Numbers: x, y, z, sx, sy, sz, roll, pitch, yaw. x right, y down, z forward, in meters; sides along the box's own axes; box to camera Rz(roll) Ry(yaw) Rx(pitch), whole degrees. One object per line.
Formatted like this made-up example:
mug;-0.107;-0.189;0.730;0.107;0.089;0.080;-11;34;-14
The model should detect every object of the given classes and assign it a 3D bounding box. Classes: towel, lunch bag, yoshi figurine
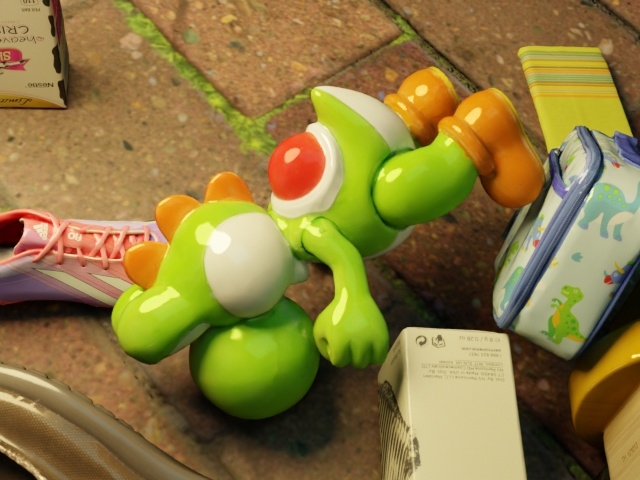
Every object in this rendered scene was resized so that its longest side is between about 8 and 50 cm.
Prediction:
towel;0.293;-0.132;0.946;0.102;0.021;0.237;0;54;-5
lunch bag;0.223;-0.010;0.741;0.090;0.176;0.219;27;21;5
yoshi figurine;0.008;0.018;0.719;0.362;0.203;0.203;-33;73;-9

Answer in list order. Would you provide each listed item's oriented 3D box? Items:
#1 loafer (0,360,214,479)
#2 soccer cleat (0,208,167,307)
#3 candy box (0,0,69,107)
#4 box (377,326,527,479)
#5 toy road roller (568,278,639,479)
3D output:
loafer;-0.160;0.206;0.605;0.366;0.133;0.130;26;58;6
soccer cleat;-0.214;0.011;0.737;0.248;0.095;0.083;-3;60;-11
candy box;-0.325;-0.222;0.777;0.159;0.233;0.071;-1;60;-10
box;0.104;0.214;0.661;0.094;0.113;0.275;5;57;-7
toy road roller;0.377;0.139;0.708;0.330;0.202;0.240;9;47;-4
